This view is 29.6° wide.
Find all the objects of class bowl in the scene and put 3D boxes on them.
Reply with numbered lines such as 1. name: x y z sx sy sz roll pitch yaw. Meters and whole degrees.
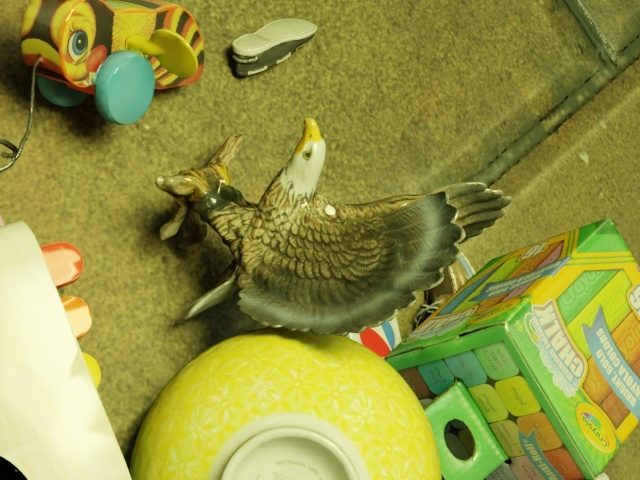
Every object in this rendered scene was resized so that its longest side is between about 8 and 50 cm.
1. bowl: -0.029 0.214 1.040 0.289 0.156 0.289 0 83 -2

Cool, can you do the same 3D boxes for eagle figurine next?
1. eagle figurine: 0.001 -0.007 1.126 0.298 0.225 0.226 21 65 13

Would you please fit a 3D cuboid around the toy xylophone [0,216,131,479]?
1. toy xylophone: -0.287 0.133 1.018 0.236 0.081 0.322 -11 80 -24

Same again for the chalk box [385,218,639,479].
1. chalk box: 0.204 0.136 1.218 0.289 0.179 0.180 -39 100 -41

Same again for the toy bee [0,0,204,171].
1. toy bee: -0.207 -0.186 1.130 0.195 0.162 0.298 9 29 8

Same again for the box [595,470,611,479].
1. box: 0.276 0.374 1.232 0.242 0.076 0.307 -9 45 -37

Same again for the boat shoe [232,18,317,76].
1. boat shoe: -0.051 -0.217 1.359 0.046 0.038 0.125 26 38 27

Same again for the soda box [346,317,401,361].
1. soda box: 0.030 0.077 1.272 0.069 0.074 0.216 -1 72 -36

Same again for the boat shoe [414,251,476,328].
1. boat shoe: 0.144 0.090 1.353 0.066 0.066 0.183 -8 76 -36

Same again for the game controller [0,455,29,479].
1. game controller: -0.323 0.294 0.865 0.319 0.067 0.166 -35 68 -24
